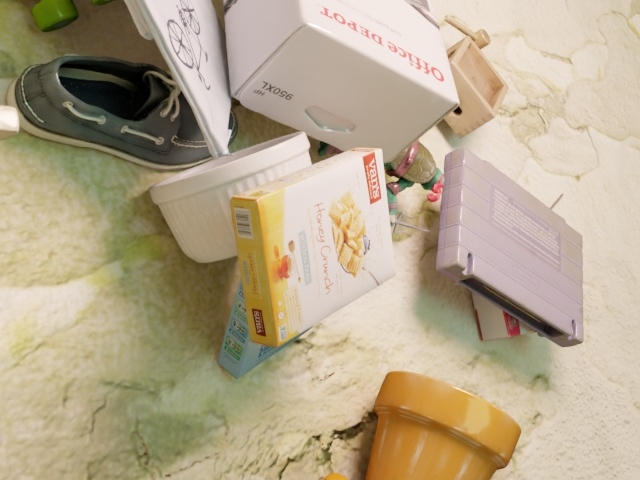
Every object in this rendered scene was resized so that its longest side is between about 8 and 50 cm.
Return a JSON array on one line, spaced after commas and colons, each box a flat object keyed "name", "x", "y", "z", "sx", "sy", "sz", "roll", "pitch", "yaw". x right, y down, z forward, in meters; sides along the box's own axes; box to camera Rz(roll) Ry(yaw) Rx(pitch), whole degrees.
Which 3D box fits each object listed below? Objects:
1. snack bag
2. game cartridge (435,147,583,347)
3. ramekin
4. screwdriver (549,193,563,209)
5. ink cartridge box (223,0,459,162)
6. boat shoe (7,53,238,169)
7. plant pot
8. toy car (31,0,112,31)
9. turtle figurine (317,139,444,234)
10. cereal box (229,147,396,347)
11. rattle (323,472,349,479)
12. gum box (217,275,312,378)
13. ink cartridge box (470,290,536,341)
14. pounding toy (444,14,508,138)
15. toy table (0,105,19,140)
[{"name": "snack bag", "x": -0.188, "y": -0.305, "z": 1.067, "sx": 0.323, "sy": 0.037, "sz": 0.342, "roll": -95, "pitch": 162, "yaw": -57}, {"name": "game cartridge", "x": 0.329, "y": 0.016, "z": 1.472, "sx": 0.355, "sy": 0.068, "sz": 0.230, "roll": 30, "pitch": 51, "yaw": -34}, {"name": "ramekin", "x": -0.099, "y": -0.052, "z": 1.085, "sx": 0.207, "sy": 0.207, "sz": 0.109, "roll": -29, "pitch": 104, "yaw": -45}, {"name": "screwdriver", "x": 0.463, "y": -0.059, "z": 1.749, "sx": 0.170, "sy": 0.024, "sz": 0.025, "roll": -33, "pitch": 128, "yaw": -51}, {"name": "ink cartridge box", "x": 0.017, "y": -0.343, "z": 1.253, "sx": 0.285, "sy": 0.166, "sz": 0.395, "roll": 18, "pitch": 49, "yaw": -35}, {"name": "boat shoe", "x": -0.218, "y": -0.164, "z": 1.080, "sx": 0.319, "sy": 0.099, "sz": 0.116, "roll": 4, "pitch": 71, "yaw": -43}, {"name": "plant pot", "x": 0.150, "y": 0.311, "z": 1.205, "sx": 0.205, "sy": 0.205, "sz": 0.188, "roll": 37, "pitch": 68, "yaw": -29}, {"name": "toy car", "x": -0.296, "y": -0.359, "z": 1.088, "sx": 0.155, "sy": 0.149, "sz": 0.188, "roll": 66, "pitch": 16, "yaw": -8}, {"name": "turtle figurine", "x": 0.116, "y": -0.125, "z": 1.377, "sx": 0.234, "sy": 0.118, "sz": 0.175, "roll": 34, "pitch": 46, "yaw": -20}, {"name": "cereal box", "x": 0.000, "y": 0.000, "z": 1.019, "sx": 0.240, "sy": 0.047, "sz": 0.173, "roll": -27, "pitch": 116, "yaw": -46}, {"name": "rattle", "x": 0.031, "y": 0.439, "z": 1.149, "sx": 0.130, "sy": 0.143, "sz": 0.200, "roll": -26, "pitch": 112, "yaw": -14}, {"name": "gum box", "x": -0.049, "y": 0.071, "z": 1.108, "sx": 0.041, "sy": 0.184, "sz": 0.157, "roll": 36, "pitch": 40, "yaw": 23}, {"name": "ink cartridge box", "x": 0.341, "y": 0.115, "z": 1.535, "sx": 0.150, "sy": 0.063, "sz": 0.109, "roll": -2, "pitch": 77, "yaw": -45}, {"name": "pounding toy", "x": 0.253, "y": -0.318, "z": 1.595, "sx": 0.181, "sy": 0.094, "sz": 0.206, "roll": 49, "pitch": 39, "yaw": -13}, {"name": "toy table", "x": -0.433, "y": -0.091, "z": 0.809, "sx": 0.252, "sy": 0.161, "sz": 0.274, "roll": -17, "pitch": 86, "yaw": -45}]
